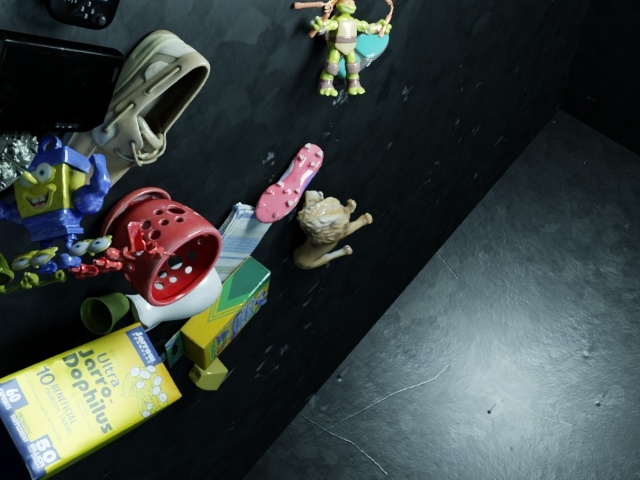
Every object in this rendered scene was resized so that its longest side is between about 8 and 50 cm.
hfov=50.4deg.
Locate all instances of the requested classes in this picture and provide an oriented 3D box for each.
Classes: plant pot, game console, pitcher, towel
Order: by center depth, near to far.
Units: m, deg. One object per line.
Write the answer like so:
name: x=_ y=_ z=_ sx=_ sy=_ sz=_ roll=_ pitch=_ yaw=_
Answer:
game console: x=-0.339 y=-0.312 z=0.921 sx=0.213 sy=0.044 sz=0.361 roll=-14 pitch=134 yaw=-59
plant pot: x=-0.316 y=0.007 z=1.324 sx=0.191 sy=0.174 sz=0.191 roll=-43 pitch=157 yaw=-23
plant pot: x=-0.446 y=0.146 z=1.433 sx=0.083 sy=0.083 sz=0.079 roll=-62 pitch=168 yaw=24
pitcher: x=-0.343 y=0.139 z=1.583 sx=0.207 sy=0.125 sz=0.177 roll=-27 pitch=164 yaw=-27
towel: x=-0.236 y=0.030 z=1.725 sx=0.285 sy=0.034 sz=0.209 roll=-54 pitch=161 yaw=11
plant pot: x=-0.345 y=0.397 z=2.036 sx=0.083 sy=0.081 sz=0.081 roll=6 pitch=121 yaw=-54

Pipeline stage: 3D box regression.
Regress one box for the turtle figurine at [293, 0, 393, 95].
turtle figurine: x=0.037 y=-0.424 z=1.453 sx=0.270 sy=0.087 sz=0.217 roll=-15 pitch=120 yaw=-39

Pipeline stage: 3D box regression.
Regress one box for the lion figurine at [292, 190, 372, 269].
lion figurine: x=0.000 y=0.000 z=2.016 sx=0.240 sy=0.142 sz=0.392 roll=-25 pitch=152 yaw=-36

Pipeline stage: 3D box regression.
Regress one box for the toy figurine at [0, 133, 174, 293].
toy figurine: x=-0.426 y=-0.051 z=1.067 sx=0.363 sy=0.217 sz=0.191 roll=-12 pitch=171 yaw=17

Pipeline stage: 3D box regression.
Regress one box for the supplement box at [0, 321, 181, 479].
supplement box: x=-0.502 y=0.339 z=1.380 sx=0.195 sy=0.194 sz=0.357 roll=-37 pitch=171 yaw=37

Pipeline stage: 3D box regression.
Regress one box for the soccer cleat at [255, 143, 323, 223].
soccer cleat: x=-0.075 y=-0.135 z=1.700 sx=0.248 sy=0.083 sz=0.095 roll=-56 pitch=176 yaw=-16

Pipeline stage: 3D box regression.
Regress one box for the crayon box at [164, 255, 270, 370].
crayon box: x=-0.266 y=0.214 z=1.807 sx=0.323 sy=0.083 sz=0.203 roll=-48 pitch=168 yaw=-25

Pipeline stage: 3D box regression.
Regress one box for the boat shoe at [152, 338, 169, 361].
boat shoe: x=-0.434 y=0.299 z=1.729 sx=0.133 sy=0.049 sz=0.042 roll=-40 pitch=164 yaw=-17

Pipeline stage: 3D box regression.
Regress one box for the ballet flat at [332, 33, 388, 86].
ballet flat: x=0.081 y=-0.426 z=1.597 sx=0.203 sy=0.074 sz=0.074 roll=-48 pitch=159 yaw=-27

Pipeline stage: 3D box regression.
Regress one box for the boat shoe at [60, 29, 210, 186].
boat shoe: x=-0.314 y=-0.180 z=1.113 sx=0.341 sy=0.110 sz=0.122 roll=-54 pitch=159 yaw=6

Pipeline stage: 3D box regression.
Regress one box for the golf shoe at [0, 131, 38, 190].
golf shoe: x=-0.516 y=-0.069 z=0.938 sx=0.273 sy=0.105 sz=0.120 roll=-49 pitch=-169 yaw=-30
